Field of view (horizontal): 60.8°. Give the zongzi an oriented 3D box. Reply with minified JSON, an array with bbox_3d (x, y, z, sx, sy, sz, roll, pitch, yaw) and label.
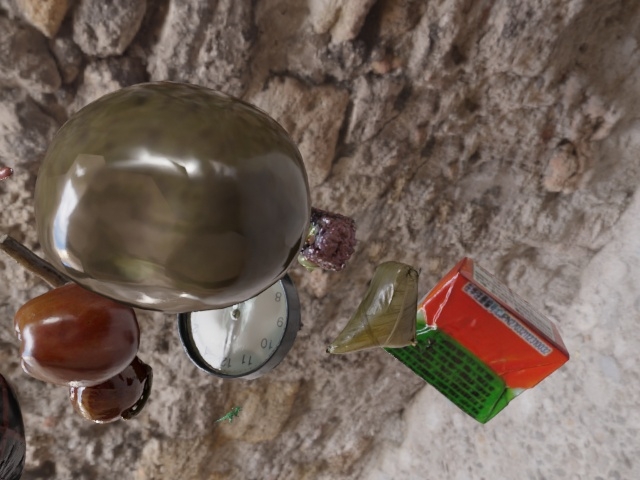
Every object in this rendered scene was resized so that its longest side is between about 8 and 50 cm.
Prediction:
[{"bbox_3d":[0.104,0.139,1.097,0.099,0.197,0.195,-142,50,-61],"label":"zongzi"}]

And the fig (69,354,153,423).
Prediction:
[{"bbox_3d":[-0.499,0.339,1.305,0.205,0.205,0.205,-177,90,-68],"label":"fig"}]

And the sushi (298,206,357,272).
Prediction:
[{"bbox_3d":[0.000,0.000,1.945,0.270,0.170,0.237,24,92,57],"label":"sushi"}]

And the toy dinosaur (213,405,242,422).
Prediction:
[{"bbox_3d":[-0.263,0.506,1.580,0.021,0.083,0.062,53,132,35],"label":"toy dinosaur"}]

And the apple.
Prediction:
[{"bbox_3d":[-0.484,0.190,1.093,0.234,0.233,0.234,-177,90,-68],"label":"apple"}]

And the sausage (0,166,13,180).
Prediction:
[{"bbox_3d":[-0.919,-0.160,1.490,0.029,0.223,0.030,-16,-90,-70],"label":"sausage"}]

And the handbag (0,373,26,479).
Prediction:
[{"bbox_3d":[-0.549,0.286,0.839,0.215,0.155,0.169,63,153,29],"label":"handbag"}]

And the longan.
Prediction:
[{"bbox_3d":[-0.210,-0.058,0.813,0.404,0.404,0.336,-120,28,-54],"label":"longan"}]

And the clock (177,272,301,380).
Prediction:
[{"bbox_3d":[-0.246,0.214,1.598,0.076,0.385,0.387,32,-128,-65],"label":"clock"}]

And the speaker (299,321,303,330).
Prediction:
[{"bbox_3d":[-0.212,0.224,1.958,0.329,0.198,0.259,6,116,68],"label":"speaker"}]

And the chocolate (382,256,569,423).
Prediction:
[{"bbox_3d":[0.405,0.261,1.453,0.341,0.360,0.161,-52,0,34],"label":"chocolate"}]

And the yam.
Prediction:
[{"bbox_3d":[-0.814,0.067,1.553,0.241,0.056,0.057,55,-170,-44],"label":"yam"}]
